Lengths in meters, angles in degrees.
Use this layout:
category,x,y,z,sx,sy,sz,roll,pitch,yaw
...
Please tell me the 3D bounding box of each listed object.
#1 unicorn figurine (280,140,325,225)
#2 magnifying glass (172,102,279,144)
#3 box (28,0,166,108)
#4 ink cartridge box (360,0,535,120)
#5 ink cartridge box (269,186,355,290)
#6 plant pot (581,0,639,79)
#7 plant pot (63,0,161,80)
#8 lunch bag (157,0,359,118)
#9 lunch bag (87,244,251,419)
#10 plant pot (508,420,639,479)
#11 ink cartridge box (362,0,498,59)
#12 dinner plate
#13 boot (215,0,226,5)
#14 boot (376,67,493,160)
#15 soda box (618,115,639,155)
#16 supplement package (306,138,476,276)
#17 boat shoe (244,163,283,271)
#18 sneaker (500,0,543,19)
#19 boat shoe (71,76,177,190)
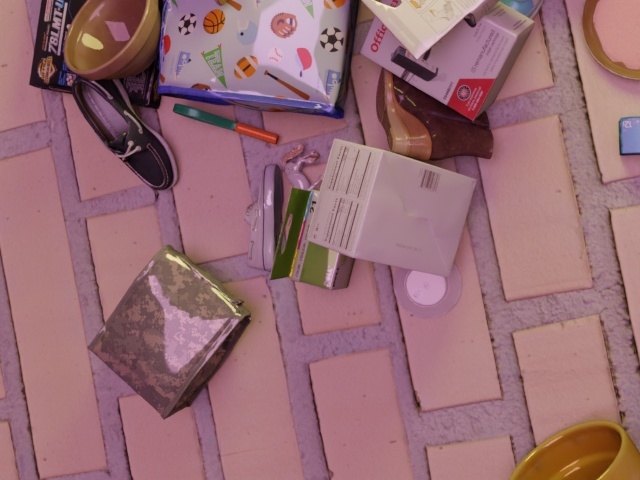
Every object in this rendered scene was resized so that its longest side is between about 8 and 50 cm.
category,x,y,z,sx,sy,sz,roll,pitch,yaw
unicorn figurine,-0.036,-0.116,1.983,0.111,0.060,0.161,-28,68,13
magnifying glass,-0.201,-0.246,2.012,0.231,0.092,0.026,16,91,3
box,-0.472,-0.456,2.078,0.294,0.073,0.295,11,94,14
ink cartridge box,0.239,-0.392,1.838,0.273,0.114,0.197,34,128,13
ink cartridge box,0.000,0.000,1.866,0.097,0.255,0.188,15,94,15
plant pot,0.622,-0.423,1.822,0.237,0.032,0.236,0,90,15
plant pot,-0.404,-0.416,1.949,0.237,0.110,0.237,-17,58,29
lunch bag,-0.127,-0.426,1.910,0.386,0.239,0.327,7,93,6
lunch bag,-0.302,0.181,1.991,0.235,0.169,0.287,40,104,11
plant pot,0.513,0.503,1.762,0.254,0.254,0.239,-34,99,12
ink cartridge box,0.185,-0.508,1.729,0.261,0.066,0.296,-42,75,10
dinner plate,0.217,0.090,1.937,0.141,0.017,0.141,0,91,16
boot,-0.224,-0.499,1.816,0.087,0.042,0.118,-6,85,31
boot,0.224,-0.254,1.897,0.207,0.090,0.248,1,53,-12
soda box,0.672,-0.200,1.792,0.210,0.067,0.071,-1,90,15
supplement package,0.137,-0.060,1.814,0.145,0.262,0.203,20,95,49
boat shoe,-0.124,-0.047,1.987,0.076,0.083,0.226,2,92,13
sneaker,0.388,-0.538,1.790,0.127,0.208,0.318,28,99,12
boat shoe,-0.421,-0.224,2.019,0.114,0.091,0.302,-33,100,28
